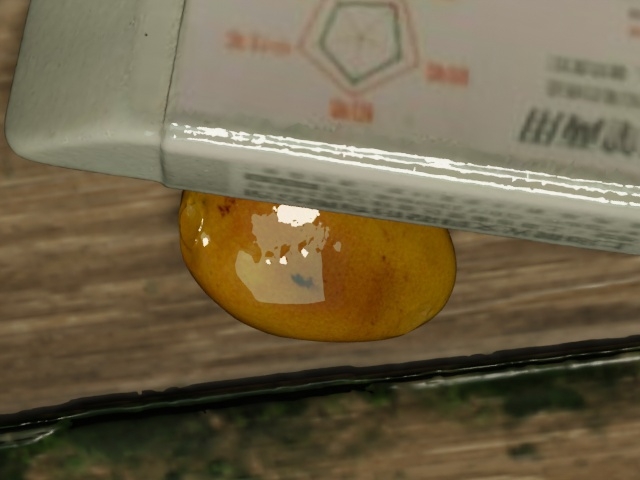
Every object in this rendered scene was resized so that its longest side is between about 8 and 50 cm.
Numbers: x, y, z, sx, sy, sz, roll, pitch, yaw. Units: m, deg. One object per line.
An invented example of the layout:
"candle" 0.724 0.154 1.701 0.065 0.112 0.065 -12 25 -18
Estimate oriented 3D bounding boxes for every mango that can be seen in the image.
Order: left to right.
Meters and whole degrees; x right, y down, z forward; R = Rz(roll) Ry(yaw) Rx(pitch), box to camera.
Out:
"mango" 0.000 0.000 0.760 0.114 0.060 0.080 31 101 -11

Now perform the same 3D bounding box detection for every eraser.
"eraser" 0.064 -0.049 0.706 0.352 0.089 0.061 9 162 -1
